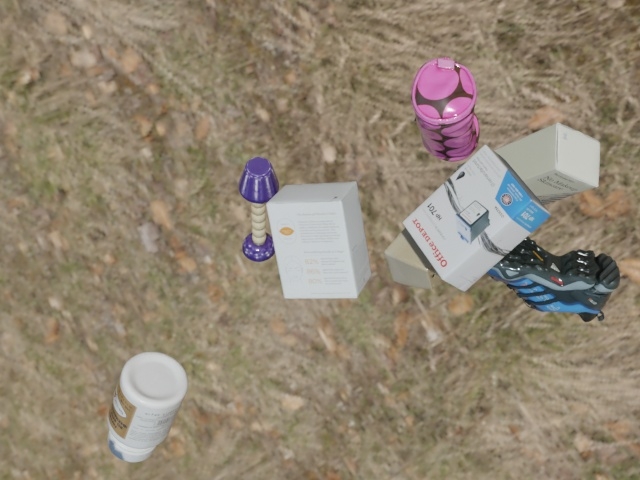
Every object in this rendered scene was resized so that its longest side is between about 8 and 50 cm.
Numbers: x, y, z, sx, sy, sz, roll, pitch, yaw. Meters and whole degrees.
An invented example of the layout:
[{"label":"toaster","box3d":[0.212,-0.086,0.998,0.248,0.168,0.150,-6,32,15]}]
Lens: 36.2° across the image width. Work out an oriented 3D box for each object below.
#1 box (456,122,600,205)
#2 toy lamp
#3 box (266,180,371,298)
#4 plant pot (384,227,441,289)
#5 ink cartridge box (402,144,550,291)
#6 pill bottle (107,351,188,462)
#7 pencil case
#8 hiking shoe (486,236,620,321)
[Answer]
[{"label":"box","box3d":[0.376,-0.120,1.812,0.275,0.113,0.094,-23,55,56]},{"label":"toy lamp","box3d":[-0.117,-0.060,1.886,0.080,0.080,0.274,50,159,24]},{"label":"box","box3d":[0.000,0.000,1.591,0.130,0.091,0.170,-1,112,20]},{"label":"plant pot","box3d":[0.210,0.038,2.032,0.096,0.109,0.109,30,157,32]},{"label":"ink cartridge box","box3d":[0.249,-0.035,1.581,0.082,0.191,0.139,27,-156,-51]},{"label":"pill bottle","box3d":[-0.350,0.335,1.937,0.131,0.131,0.229,50,137,24]},{"label":"pencil case","box3d":[0.165,-0.172,1.287,0.095,0.098,0.209,15,175,10]},{"label":"hiking shoe","box3d":[0.370,0.070,1.749,0.304,0.113,0.132,16,130,9]}]
